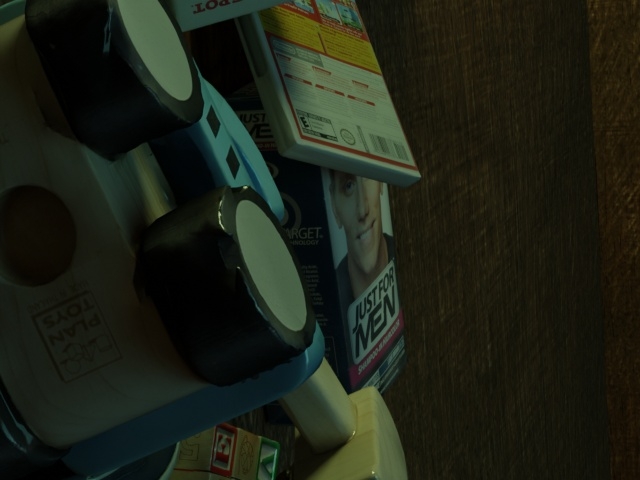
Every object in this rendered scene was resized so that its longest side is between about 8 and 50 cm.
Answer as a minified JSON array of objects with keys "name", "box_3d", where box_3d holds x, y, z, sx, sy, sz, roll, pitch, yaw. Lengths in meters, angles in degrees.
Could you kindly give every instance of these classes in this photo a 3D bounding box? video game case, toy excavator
[{"name":"video game case","box_3d":[-0.011,-0.191,1.253,0.204,0.025,0.285,10,56,-54]},{"name":"toy excavator","box_3d":[-0.081,0.040,0.924,0.433,0.222,0.445,65,15,-1]}]

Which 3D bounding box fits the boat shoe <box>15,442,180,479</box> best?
[{"name":"boat shoe","box_3d":[-0.181,0.157,0.963,0.254,0.095,0.079,-31,129,-54]}]

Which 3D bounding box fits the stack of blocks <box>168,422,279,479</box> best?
[{"name":"stack of blocks","box_3d":[-0.107,0.310,1.138,0.171,0.087,0.297,38,55,-62]}]

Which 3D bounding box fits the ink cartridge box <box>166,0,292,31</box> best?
[{"name":"ink cartridge box","box_3d":[-0.072,-0.288,1.077,0.208,0.153,0.087,85,-20,-44]}]

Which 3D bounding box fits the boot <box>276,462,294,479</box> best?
[{"name":"boot","box_3d":[-0.042,0.361,1.258,0.264,0.096,0.280,-56,-143,43]}]

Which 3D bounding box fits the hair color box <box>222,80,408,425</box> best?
[{"name":"hair color box","box_3d":[0.000,0.000,1.376,0.174,0.105,0.347,-43,129,-61]}]
